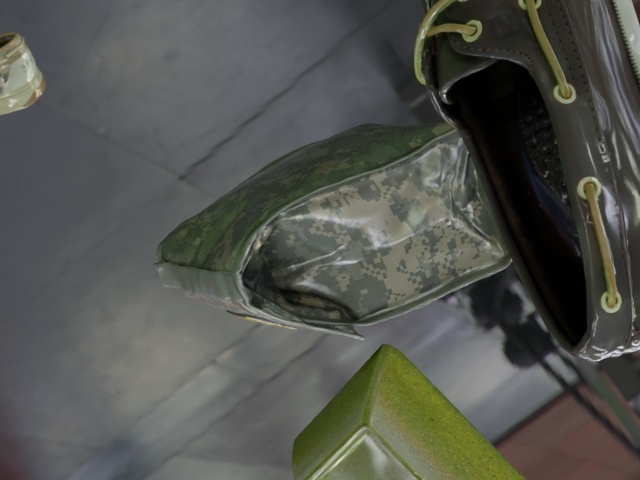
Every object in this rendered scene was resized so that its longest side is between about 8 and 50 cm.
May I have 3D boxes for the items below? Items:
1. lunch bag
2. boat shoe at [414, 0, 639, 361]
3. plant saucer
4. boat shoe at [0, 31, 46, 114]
[{"bbox_3d":[0.000,0.000,1.268,0.287,0.169,0.235,-23,-167,-22],"label":"lunch bag"},{"bbox_3d":[0.077,-0.065,0.496,0.069,0.227,0.081,-20,166,-26],"label":"boat shoe"},{"bbox_3d":[0.064,0.192,0.955,0.045,0.188,0.188,-39,171,-39],"label":"plant saucer"},{"bbox_3d":[-0.492,-0.193,1.636,0.285,0.104,0.089,-15,131,1],"label":"boat shoe"}]
